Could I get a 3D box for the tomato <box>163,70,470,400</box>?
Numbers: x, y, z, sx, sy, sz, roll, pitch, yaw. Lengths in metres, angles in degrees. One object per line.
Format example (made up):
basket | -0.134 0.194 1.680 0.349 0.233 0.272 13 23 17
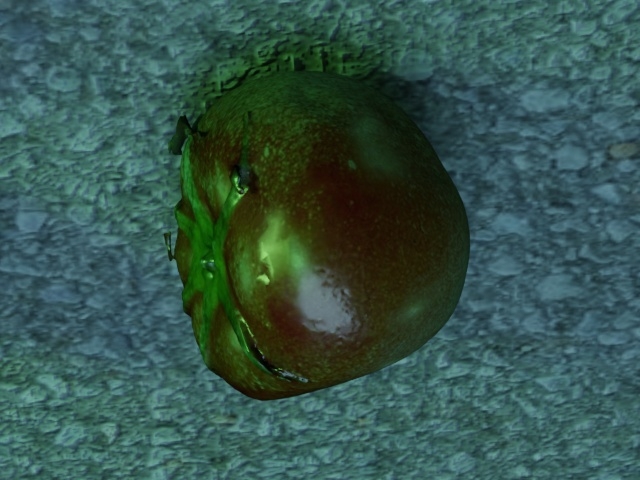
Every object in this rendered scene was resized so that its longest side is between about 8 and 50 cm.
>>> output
tomato | 0.000 0.000 1.788 0.239 0.303 0.303 -8 131 -22
